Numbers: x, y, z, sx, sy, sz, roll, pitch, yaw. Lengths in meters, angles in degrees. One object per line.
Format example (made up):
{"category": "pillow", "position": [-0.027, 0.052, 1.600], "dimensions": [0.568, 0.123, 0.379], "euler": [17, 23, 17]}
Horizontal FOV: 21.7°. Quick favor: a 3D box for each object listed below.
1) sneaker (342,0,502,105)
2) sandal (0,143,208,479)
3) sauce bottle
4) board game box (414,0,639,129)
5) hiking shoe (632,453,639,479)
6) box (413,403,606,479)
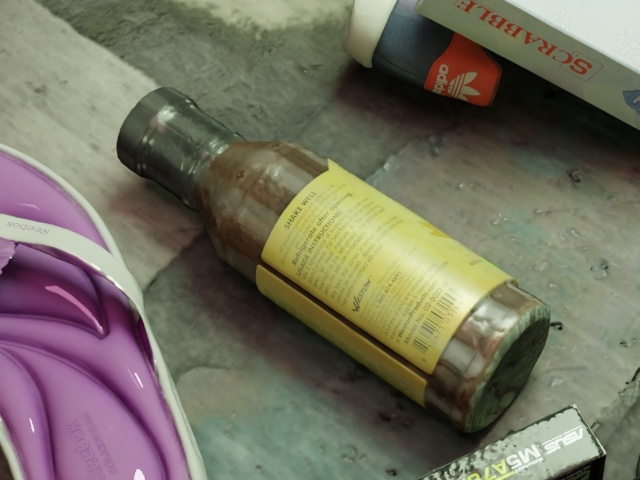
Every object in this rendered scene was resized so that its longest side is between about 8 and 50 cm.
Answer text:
{"category": "sneaker", "position": [0.160, -0.245, 1.330], "dimensions": [0.148, 0.131, 0.350], "euler": [30, 67, 8]}
{"category": "sandal", "position": [-0.199, 0.056, 1.180], "dimensions": [0.169, 0.102, 0.416], "euler": [-32, 61, -14]}
{"category": "sauce bottle", "position": [0.000, 0.000, 1.191], "dimensions": [0.344, 0.111, 0.111], "euler": [35, 68, 22]}
{"category": "board game box", "position": [0.265, -0.232, 1.261], "dimensions": [0.318, 0.066, 0.318], "euler": [26, 62, -10]}
{"category": "hiking shoe", "position": [0.235, 0.173, 1.062], "dimensions": [0.086, 0.114, 0.227], "euler": [16, 61, 14]}
{"category": "box", "position": [0.079, 0.192, 1.025], "dimensions": [0.190, 0.184, 0.045], "euler": [-24, 57, -10]}
